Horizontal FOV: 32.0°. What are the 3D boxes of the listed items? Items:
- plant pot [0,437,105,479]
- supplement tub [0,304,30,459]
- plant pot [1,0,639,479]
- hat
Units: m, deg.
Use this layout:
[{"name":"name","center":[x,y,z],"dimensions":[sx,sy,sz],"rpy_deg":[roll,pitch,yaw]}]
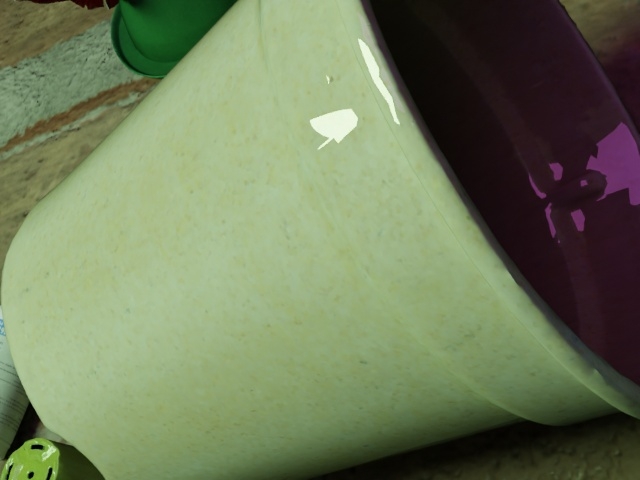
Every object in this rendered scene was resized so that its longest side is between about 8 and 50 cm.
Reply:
[{"name":"plant pot","center":[-0.176,0.173,0.770],"dimensions":[0.083,0.079,0.083],"rpy_deg":[-16,56,24]},{"name":"supplement tub","center":[-0.257,0.109,0.869],"dimensions":[0.071,0.071,0.107],"rpy_deg":[3,64,34]},{"name":"plant pot","center":[0.000,0.000,0.636],"dimensions":[0.305,0.334,0.333],"rpy_deg":[-31,49,29]},{"name":"hat","center":[-0.157,-0.254,0.953],"dimensions":[0.173,0.183,0.208],"rpy_deg":[-38,49,7]}]
